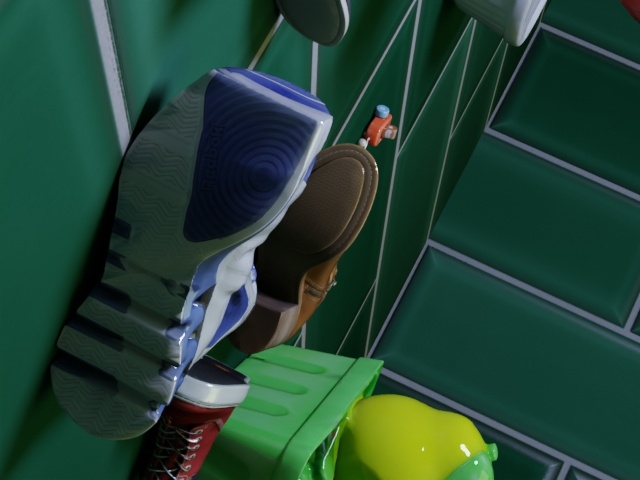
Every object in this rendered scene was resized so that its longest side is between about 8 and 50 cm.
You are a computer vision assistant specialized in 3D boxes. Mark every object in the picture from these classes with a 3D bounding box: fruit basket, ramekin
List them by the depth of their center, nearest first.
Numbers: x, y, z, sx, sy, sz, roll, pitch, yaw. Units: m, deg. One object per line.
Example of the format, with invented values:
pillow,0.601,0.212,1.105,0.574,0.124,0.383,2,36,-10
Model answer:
fruit basket,0.022,0.296,1.892,0.283,0.392,0.392,-68,170,19
ramekin,0.291,-0.434,2.214,0.273,0.127,0.273,-62,170,-20

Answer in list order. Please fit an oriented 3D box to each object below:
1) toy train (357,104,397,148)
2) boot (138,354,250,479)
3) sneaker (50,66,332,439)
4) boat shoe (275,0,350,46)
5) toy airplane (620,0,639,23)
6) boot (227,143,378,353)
toy train,0.066,-0.098,2.081,0.125,0.046,0.166,-51,163,-54
boot,-0.149,0.212,1.590,0.176,0.088,0.244,-63,174,-3
sneaker,-0.103,-0.001,1.226,0.316,0.127,0.182,-60,176,16
boat shoe,0.003,-0.240,1.287,0.065,0.075,0.206,-58,164,-20
toy airplane,0.308,-0.447,1.631,0.272,0.384,0.386,21,94,-38
boot,0.000,0.000,1.768,0.283,0.109,0.220,-66,170,16
